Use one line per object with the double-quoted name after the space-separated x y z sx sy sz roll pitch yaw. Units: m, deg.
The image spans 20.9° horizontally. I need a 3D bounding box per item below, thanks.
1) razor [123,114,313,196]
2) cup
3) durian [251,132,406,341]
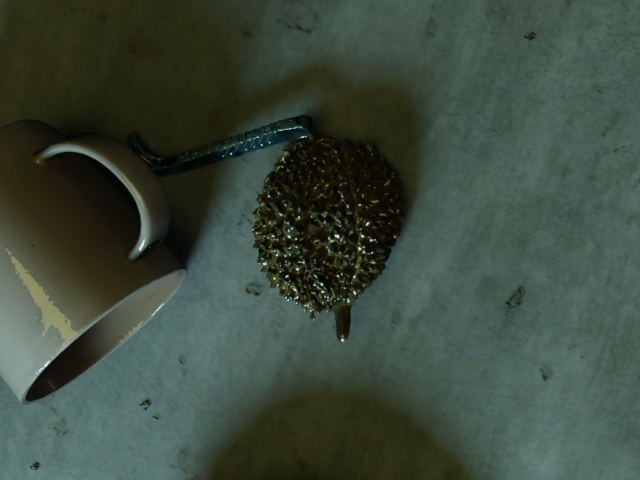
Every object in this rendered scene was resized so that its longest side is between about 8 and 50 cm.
-0.092 -0.085 1.576 0.190 0.033 0.066 -13 61 24 "razor"
-0.239 -0.005 1.548 0.200 0.191 0.253 50 129 7 "cup"
0.000 0.000 1.534 0.148 0.091 0.188 -8 96 18 "durian"
